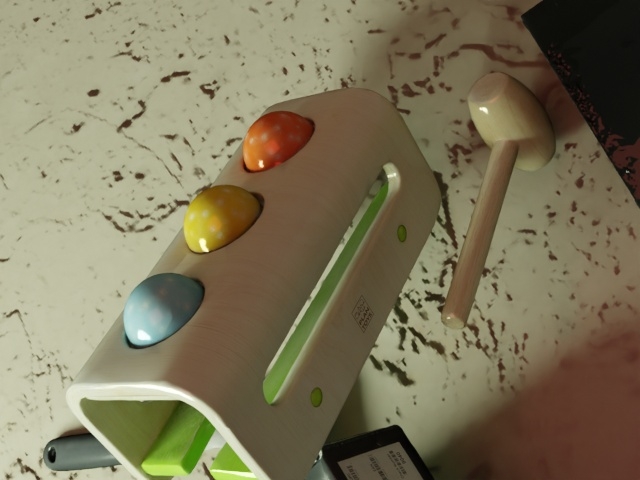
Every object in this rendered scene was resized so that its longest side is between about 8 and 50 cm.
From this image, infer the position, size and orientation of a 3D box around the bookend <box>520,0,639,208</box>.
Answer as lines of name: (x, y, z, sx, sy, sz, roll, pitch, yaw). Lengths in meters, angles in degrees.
bookend: (0.239, -0.120, 0.703, 0.157, 0.072, 0.156, -35, 69, 21)

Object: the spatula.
spatula: (-0.119, 0.163, 0.894, 0.296, 0.030, 0.084, -11, 78, 29)

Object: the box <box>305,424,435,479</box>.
box: (0.040, 0.368, 0.705, 0.318, 0.097, 0.395, -50, 62, 35)

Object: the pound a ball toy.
pound a ball toy: (0.000, 0.000, 0.712, 0.208, 0.136, 0.319, -7, 40, 40)
